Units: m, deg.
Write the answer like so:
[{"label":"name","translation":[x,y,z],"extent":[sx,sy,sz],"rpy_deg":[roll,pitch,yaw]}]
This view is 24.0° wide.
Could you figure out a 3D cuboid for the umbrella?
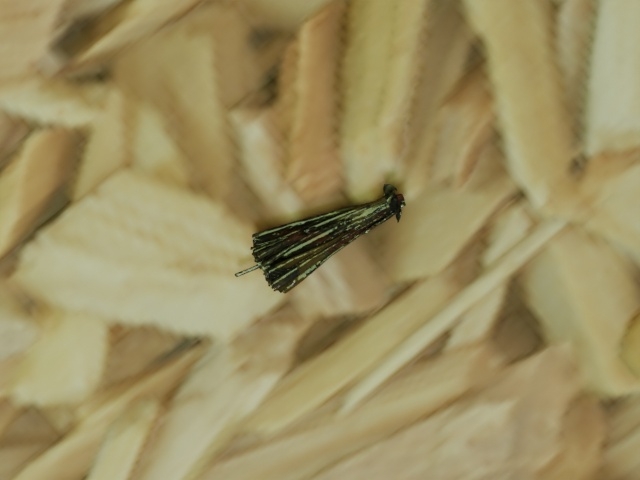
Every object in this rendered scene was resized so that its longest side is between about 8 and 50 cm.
[{"label":"umbrella","translation":[0.000,0.000,0.671],"extent":[0.083,0.020,0.031],"rpy_deg":[-27,98,-2]}]
